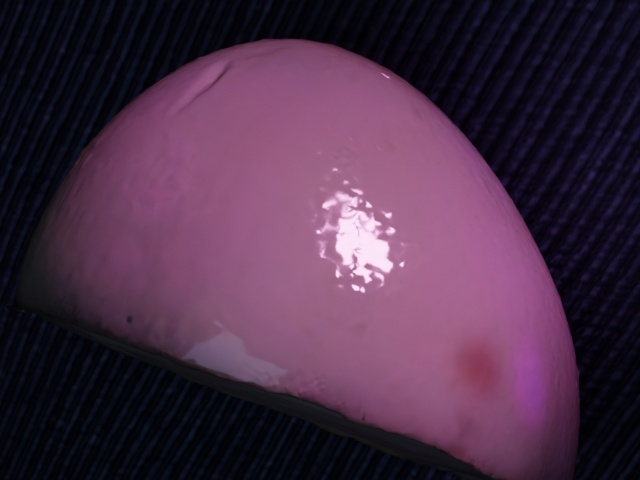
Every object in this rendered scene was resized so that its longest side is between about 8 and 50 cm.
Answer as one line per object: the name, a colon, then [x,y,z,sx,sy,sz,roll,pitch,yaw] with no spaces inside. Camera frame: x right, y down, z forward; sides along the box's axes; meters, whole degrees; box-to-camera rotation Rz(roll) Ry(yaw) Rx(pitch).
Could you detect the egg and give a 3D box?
egg: [0.003,-0.001,0.771,0.271,0.206,0.162,18,84,10]
